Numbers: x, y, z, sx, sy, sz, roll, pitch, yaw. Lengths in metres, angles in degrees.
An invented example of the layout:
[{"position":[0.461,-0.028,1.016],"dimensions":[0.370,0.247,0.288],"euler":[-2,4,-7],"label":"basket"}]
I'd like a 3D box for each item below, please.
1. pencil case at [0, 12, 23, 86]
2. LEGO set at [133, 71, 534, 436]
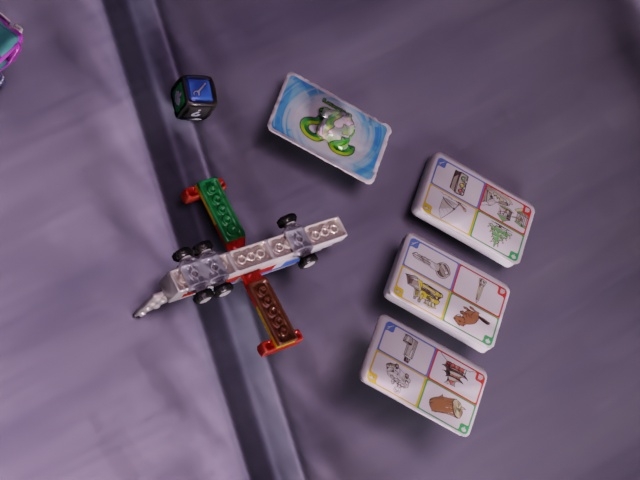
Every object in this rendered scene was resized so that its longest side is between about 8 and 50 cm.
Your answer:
[{"position":[-0.231,-0.154,1.141],"dimensions":[0.070,0.064,0.152],"euler":[-31,88,-10],"label":"pencil case"},{"position":[0.000,0.000,1.211],"dimensions":[0.244,0.060,0.182],"euler":[28,55,-13],"label":"LEGO set"}]
